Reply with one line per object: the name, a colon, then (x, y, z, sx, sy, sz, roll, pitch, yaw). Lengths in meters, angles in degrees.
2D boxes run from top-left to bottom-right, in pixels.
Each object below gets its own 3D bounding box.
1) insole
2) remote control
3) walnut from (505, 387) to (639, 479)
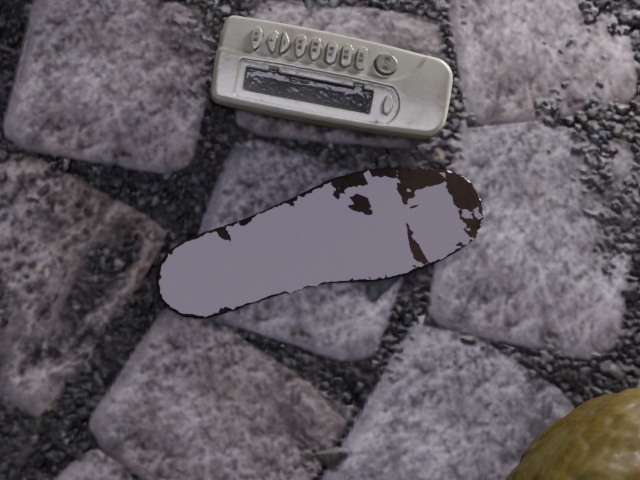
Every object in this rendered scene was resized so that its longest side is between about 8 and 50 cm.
insole: (0.000, 0.000, 1.528, 0.328, 0.007, 0.111, -16, 80, -8)
remote control: (0.011, -0.154, 1.535, 0.230, 0.049, 0.090, 11, 79, -3)
walnut: (0.266, 0.263, 1.374, 0.283, 0.283, 0.227, -31, 108, -10)
